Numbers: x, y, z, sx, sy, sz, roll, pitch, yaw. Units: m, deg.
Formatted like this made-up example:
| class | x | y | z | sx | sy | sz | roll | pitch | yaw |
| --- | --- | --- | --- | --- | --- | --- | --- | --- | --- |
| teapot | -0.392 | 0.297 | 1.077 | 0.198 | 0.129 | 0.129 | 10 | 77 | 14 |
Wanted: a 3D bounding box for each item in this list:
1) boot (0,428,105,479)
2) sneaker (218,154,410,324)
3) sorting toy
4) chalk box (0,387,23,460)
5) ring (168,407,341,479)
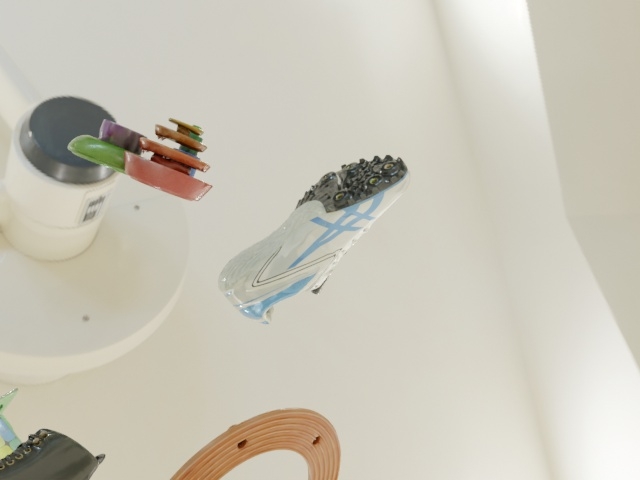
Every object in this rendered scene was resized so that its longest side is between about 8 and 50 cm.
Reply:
| class | x | y | z | sx | sy | sz | roll | pitch | yaw |
| --- | --- | --- | --- | --- | --- | --- | --- | --- | --- |
| boot | -0.309 | 0.211 | 0.555 | 0.198 | 0.077 | 0.137 | 48 | -138 | -25 |
| sneaker | 0.000 | 0.000 | 0.629 | 0.086 | 0.237 | 0.085 | 43 | -160 | -26 |
| sorting toy | -0.093 | -0.053 | 0.343 | 0.061 | 0.102 | 0.042 | 20 | -89 | -54 |
| chalk box | -0.415 | 0.245 | 0.658 | 0.213 | 0.132 | 0.132 | -38 | -89 | -3 |
| ring | -0.106 | 0.365 | 0.810 | 0.337 | 0.336 | 0.032 | -15 | -149 | -37 |
